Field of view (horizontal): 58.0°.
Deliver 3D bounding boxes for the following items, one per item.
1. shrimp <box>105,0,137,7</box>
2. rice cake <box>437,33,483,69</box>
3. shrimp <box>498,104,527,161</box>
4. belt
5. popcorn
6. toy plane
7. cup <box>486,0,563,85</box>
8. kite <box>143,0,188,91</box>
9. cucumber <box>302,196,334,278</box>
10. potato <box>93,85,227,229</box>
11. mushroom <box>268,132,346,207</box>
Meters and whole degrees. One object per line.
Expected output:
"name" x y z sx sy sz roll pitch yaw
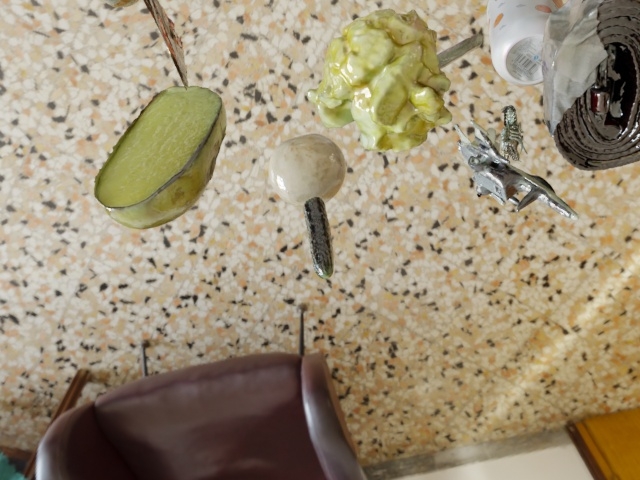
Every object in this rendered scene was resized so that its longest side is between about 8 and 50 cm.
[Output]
"shrimp" -0.458 -0.591 1.186 0.068 0.185 0.287 -17 142 10
"rice cake" 0.289 -0.413 1.290 0.207 0.047 0.036 -34 108 -24
"shrimp" 0.545 -0.304 1.627 0.082 0.076 0.174 9 127 32
"belt" 0.441 -0.262 0.898 0.184 0.164 0.289 -1 134 21
"popcorn" 0.092 -0.208 0.769 0.187 0.185 0.167 43 76 1
"toy plane" 0.305 -0.097 0.938 0.088 0.262 0.192 -32 136 2
"cup" 0.580 -0.584 1.620 0.212 0.317 0.212 7 137 7
"kite" -0.126 -0.169 0.462 0.008 0.222 0.125 -22 74 0
"cucumber" 0.000 0.000 1.213 0.052 0.214 0.058 -5 137 -6
"potato" -0.223 -0.115 0.884 0.160 0.271 0.111 3 141 20
"mushroom" -0.041 -0.176 1.541 0.206 0.206 0.209 12 149 -9
